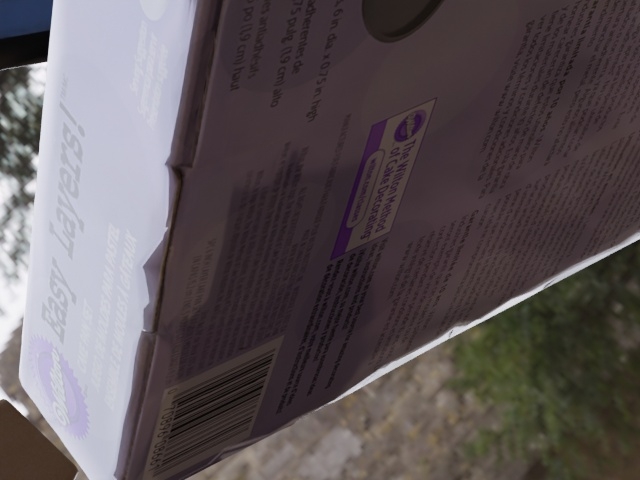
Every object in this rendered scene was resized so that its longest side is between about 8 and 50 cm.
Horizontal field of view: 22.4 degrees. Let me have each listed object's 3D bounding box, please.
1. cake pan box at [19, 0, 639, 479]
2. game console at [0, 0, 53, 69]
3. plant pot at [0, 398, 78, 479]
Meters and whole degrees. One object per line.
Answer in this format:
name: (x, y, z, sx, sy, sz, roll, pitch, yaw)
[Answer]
cake pan box: (0.038, -0.055, 0.469, 0.246, 0.070, 0.267, -24, -31, -29)
game console: (-0.122, -0.180, 0.648, 0.387, 0.060, 0.342, -11, -23, -2)
plant pot: (-0.231, 0.173, 1.114, 0.096, 0.109, 0.109, -47, 1, -27)
